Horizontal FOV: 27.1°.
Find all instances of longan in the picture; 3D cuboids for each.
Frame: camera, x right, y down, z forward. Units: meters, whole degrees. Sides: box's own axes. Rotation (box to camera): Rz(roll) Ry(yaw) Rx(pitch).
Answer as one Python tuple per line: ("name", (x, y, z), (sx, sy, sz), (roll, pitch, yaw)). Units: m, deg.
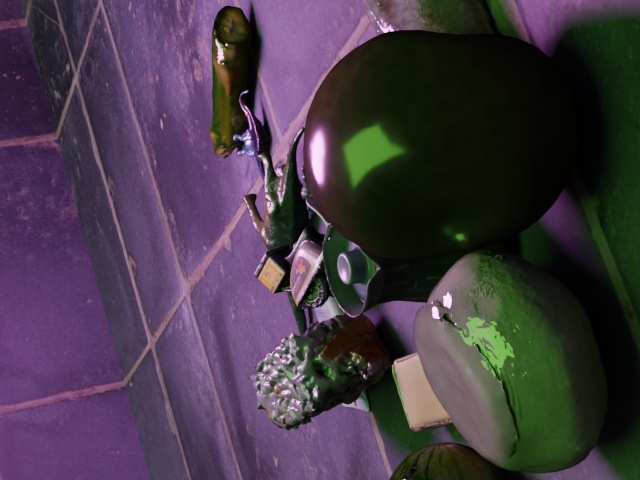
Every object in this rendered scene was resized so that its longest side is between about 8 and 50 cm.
("longan", (0.138, -0.121, 1.602), (0.350, 0.288, 0.288), (-2, 100, 32))

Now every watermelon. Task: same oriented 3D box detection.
("watermelon", (0.181, 0.394, 1.875), (0.188, 0.188, 0.215), (159, 105, -66))

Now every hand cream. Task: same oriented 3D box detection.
("hand cream", (0.019, 0.142, 2.310), (0.109, 0.067, 0.321), (-2, 103, 65))

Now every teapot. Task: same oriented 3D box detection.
("teapot", (0.121, 0.016, 1.794), (0.203, 0.225, 0.171), (-159, 62, -63))

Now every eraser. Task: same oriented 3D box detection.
("eraser", (0.176, 0.217, 1.970), (0.172, 0.058, 0.117), (-34, 69, 65))

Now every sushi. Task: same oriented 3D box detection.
("sushi", (0.005, 0.210, 2.177), (0.139, 0.184, 0.274), (57, 139, 12))

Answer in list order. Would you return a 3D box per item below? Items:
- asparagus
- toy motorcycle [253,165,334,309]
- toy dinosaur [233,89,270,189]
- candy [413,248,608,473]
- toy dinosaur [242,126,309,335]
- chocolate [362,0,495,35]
("asparagus", (-0.173, -0.279, 2.522), (0.085, 0.082, 0.343), (50, 145, 42))
("toy motorcycle", (0.000, 0.000, 2.187), (0.157, 0.091, 0.263), (42, 125, 22))
("toy dinosaur", (-0.127, -0.190, 2.503), (0.080, 0.045, 0.197), (12, 119, 51))
("candy", (0.246, 0.144, 1.626), (0.295, 0.185, 0.295), (46, 153, 32))
("toy dinosaur", (-0.048, 0.009, 2.358), (0.447, 0.087, 0.301), (111, 142, -62))
("chocolate", (0.138, -0.291, 1.794), (0.303, 0.100, 0.185), (64, 150, 24))
